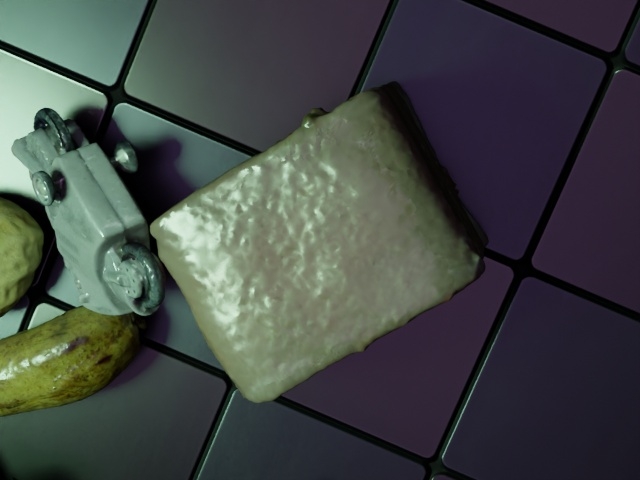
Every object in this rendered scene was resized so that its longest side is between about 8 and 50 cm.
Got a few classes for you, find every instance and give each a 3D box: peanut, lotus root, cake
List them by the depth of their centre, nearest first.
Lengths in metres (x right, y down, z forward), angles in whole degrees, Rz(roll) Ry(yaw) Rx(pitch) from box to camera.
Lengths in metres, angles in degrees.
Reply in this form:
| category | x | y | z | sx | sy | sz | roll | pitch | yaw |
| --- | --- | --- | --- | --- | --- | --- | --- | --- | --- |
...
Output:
| category | x | y | z | sx | sy | sz | roll | pitch | yaw |
| --- | --- | --- | --- | --- | --- | --- | --- | --- | --- |
| cake | 0.000 | 0.000 | 1.337 | 0.309 | 0.237 | 0.230 | -33 | 90 | 9 |
| peanut | -0.388 | 0.022 | 1.427 | 0.140 | 0.109 | 0.159 | 32 | 87 | 28 |
| lotus root | -0.314 | 0.145 | 1.440 | 0.258 | 0.110 | 0.097 | -22 | 53 | 9 |

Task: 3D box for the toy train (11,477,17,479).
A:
| category | x | y | z | sx | sy | sz | roll | pitch | yaw |
| --- | --- | --- | --- | --- | --- | --- | --- | --- | --- |
| toy train | -0.332 | 0.411 | 1.434 | 0.301 | 0.120 | 0.202 | 39 | 98 | -20 |

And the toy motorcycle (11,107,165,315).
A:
| category | x | y | z | sx | sy | sz | roll | pitch | yaw |
| --- | --- | --- | --- | --- | --- | --- | --- | --- | --- |
| toy motorcycle | -0.253 | -0.014 | 1.399 | 0.110 | 0.171 | 0.260 | -25 | 70 | -33 |
